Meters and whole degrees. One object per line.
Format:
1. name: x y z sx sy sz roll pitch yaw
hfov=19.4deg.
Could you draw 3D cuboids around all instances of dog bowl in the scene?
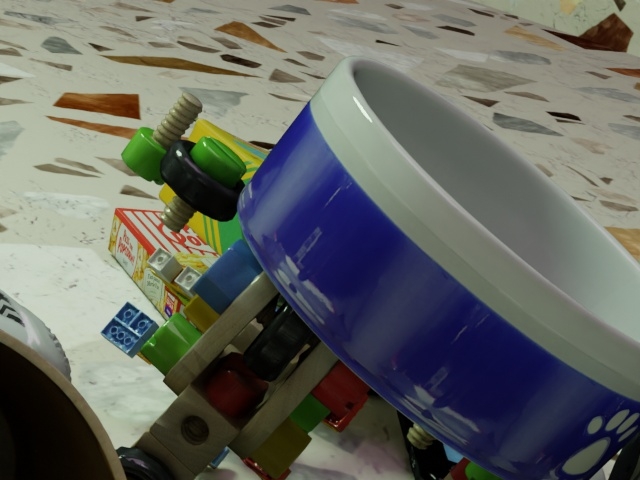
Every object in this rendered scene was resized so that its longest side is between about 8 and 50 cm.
1. dog bowl: 0.084 0.018 1.069 0.265 0.104 0.265 36 16 -12

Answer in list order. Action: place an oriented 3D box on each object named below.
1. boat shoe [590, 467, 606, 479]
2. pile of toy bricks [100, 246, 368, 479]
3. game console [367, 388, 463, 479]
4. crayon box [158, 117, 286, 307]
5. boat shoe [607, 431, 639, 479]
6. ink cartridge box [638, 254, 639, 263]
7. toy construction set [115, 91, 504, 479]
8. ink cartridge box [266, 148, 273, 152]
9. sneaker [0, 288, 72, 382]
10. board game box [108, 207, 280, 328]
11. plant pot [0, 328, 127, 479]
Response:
1. boat shoe: 0.130 0.117 1.331 0.070 0.078 0.219 -23 59 -13
2. pile of toy bricks: -0.059 0.107 1.350 0.212 0.118 0.105 32 -14 33
3. game console: 0.122 0.135 1.462 0.213 0.044 0.361 9 17 -7
4. crayon box: 0.000 0.000 1.521 0.202 0.081 0.318 24 8 -29
5. boat shoe: 0.217 0.214 1.080 0.186 0.156 0.500 19 33 13
6. ink cartridge box: 0.468 0.107 1.582 0.384 0.160 0.279 11 16 -4
7. toy construction set: -0.029 0.116 1.177 0.309 0.237 0.257 33 16 -22
8. ink cartridge box: 0.057 -0.063 2.044 0.175 0.069 0.371 19 20 25
9. sneaker: -0.341 0.091 1.147 0.365 0.137 0.210 16 25 -8
10. board game box: -0.092 0.027 1.672 0.146 0.045 0.193 4 18 -26
11. plant pot: -0.216 0.134 0.960 0.237 0.237 0.254 9 3 -8
